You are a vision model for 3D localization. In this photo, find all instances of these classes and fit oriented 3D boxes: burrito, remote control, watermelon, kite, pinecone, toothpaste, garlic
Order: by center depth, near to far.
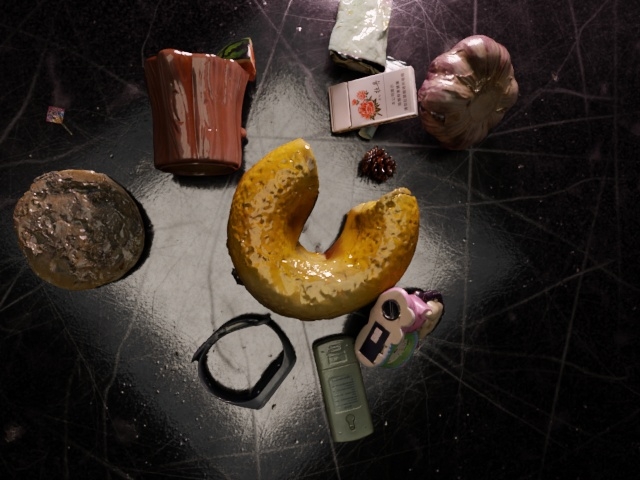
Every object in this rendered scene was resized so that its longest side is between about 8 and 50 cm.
[{"bbox_3d":[0.319,-0.332,1.041,0.245,0.160,0.244,-15,131,-18],"label":"garlic"},{"bbox_3d":[-0.580,-0.273,1.043,0.078,0.002,0.044,29,85,-2],"label":"kite"},{"bbox_3d":[-0.173,-0.406,1.050,0.094,0.125,0.135,48,46,-27],"label":"watermelon"},{"bbox_3d":[0.052,0.335,1.055,0.098,0.038,0.233,-13,89,-5],"label":"remote control"},{"bbox_3d":[0.135,-0.174,1.068,0.083,0.077,0.077,27,85,-3],"label":"pinecone"},{"bbox_3d":[0.096,-0.509,1.077,0.144,0.089,0.228,10,87,-19],"label":"burrito"},{"bbox_3d":[0.145,-0.337,1.099,0.056,0.036,0.205,23,82,3],"label":"toothpaste"}]

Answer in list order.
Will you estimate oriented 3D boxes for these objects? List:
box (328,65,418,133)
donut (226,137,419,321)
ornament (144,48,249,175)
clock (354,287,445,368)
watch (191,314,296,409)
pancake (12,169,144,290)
[{"bbox_3d":[0.116,-0.313,1.048,0.199,0.029,0.109,-6,87,25],"label":"box"},{"bbox_3d":[0.000,0.000,1.004,0.435,0.163,0.377,22,87,-4],"label":"donut"},{"bbox_3d":[-0.268,-0.255,0.981,0.221,0.235,0.217,-2,90,19],"label":"ornament"},{"bbox_3d":[0.180,0.189,1.013,0.100,0.196,0.193,39,110,35],"label":"clock"},{"bbox_3d":[-0.164,0.259,1.026,0.193,0.068,0.206,38,87,-3],"label":"watch"},{"bbox_3d":[-0.521,-0.025,1.013,0.283,0.049,0.282,0,87,-4],"label":"pancake"}]
